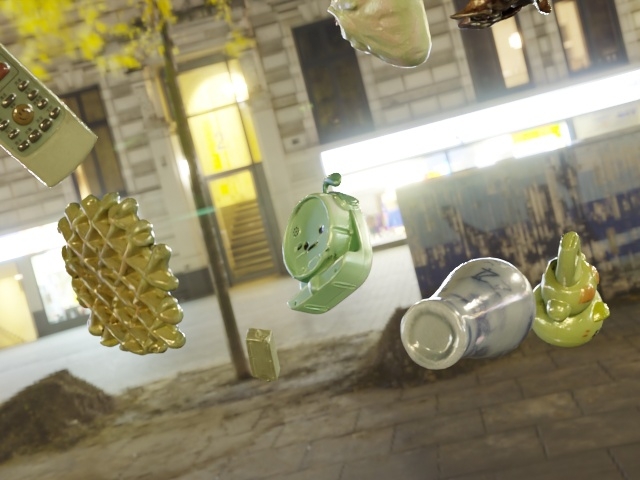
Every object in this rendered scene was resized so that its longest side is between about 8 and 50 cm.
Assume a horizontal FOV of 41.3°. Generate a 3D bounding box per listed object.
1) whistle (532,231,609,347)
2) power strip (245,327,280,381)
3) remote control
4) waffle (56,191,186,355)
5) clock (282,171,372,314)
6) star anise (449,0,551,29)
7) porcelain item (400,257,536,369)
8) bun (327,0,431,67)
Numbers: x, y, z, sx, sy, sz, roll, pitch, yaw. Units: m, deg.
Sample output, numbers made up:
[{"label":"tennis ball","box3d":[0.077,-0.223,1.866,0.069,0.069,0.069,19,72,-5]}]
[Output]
[{"label":"whistle","box3d":[0.442,0.093,1.468,0.141,0.141,0.294,-15,-29,-9]},{"label":"power strip","box3d":[-0.057,0.113,0.844,0.027,0.083,0.017,5,49,8]},{"label":"remote control","box3d":[-0.485,-0.214,1.325,0.123,0.285,0.038,-49,27,-13]},{"label":"waffle","box3d":[-0.352,0.061,1.463,0.309,0.292,0.056,0,19,45]},{"label":"clock","box3d":[0.001,0.000,1.196,0.060,0.188,0.148,13,-39,-32]},{"label":"star anise","box3d":[0.328,-0.399,1.338,0.272,0.102,0.272,-38,-2,-2]},{"label":"porcelain item","box3d":[0.203,0.099,1.140,0.141,0.141,0.259,-12,-1,33]},{"label":"bun","box3d":[0.110,-0.480,1.719,0.187,0.293,0.293,-13,3,9]}]
